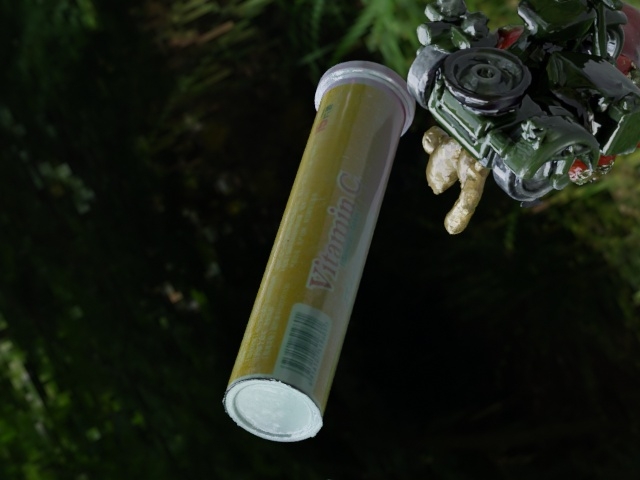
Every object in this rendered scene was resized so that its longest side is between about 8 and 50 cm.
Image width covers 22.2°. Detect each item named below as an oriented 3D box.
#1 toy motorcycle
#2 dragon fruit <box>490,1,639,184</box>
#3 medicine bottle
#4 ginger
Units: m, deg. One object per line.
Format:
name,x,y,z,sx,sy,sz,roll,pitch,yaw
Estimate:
toy motorcycle,0.196,-0.137,1.382,0.205,0.275,0.127,48,138,36
dragon fruit,0.255,-0.131,1.690,0.198,0.200,0.269,22,152,18
medicine bottle,0.000,0.000,1.587,0.426,0.108,0.108,-72,-32,-42
ginger,0.184,-0.095,2.155,0.176,0.052,0.193,130,143,-53
